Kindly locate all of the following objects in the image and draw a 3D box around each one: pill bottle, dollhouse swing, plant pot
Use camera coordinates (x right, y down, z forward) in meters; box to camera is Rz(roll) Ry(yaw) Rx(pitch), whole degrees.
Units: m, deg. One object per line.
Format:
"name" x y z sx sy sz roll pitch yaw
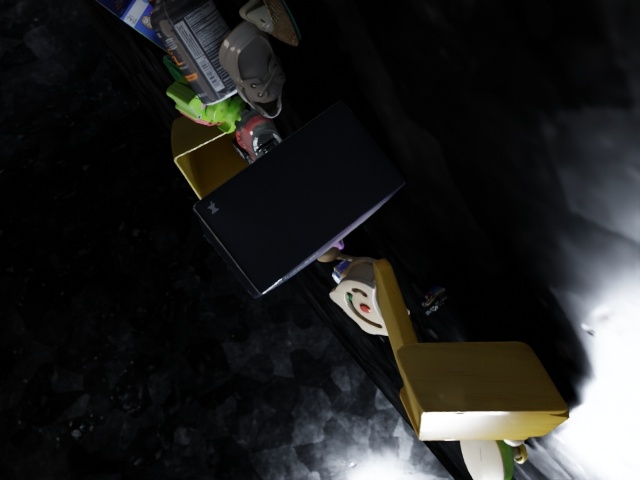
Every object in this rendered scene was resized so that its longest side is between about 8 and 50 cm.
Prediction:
"pill bottle" -0.244 -0.403 1.143 0.246 0.130 0.130 58 168 -28
"dollhouse swing" 0.268 0.208 1.123 0.347 0.315 0.305 72 -163 -62
"plant pot" -0.336 -0.289 1.764 0.187 0.212 0.212 59 175 33

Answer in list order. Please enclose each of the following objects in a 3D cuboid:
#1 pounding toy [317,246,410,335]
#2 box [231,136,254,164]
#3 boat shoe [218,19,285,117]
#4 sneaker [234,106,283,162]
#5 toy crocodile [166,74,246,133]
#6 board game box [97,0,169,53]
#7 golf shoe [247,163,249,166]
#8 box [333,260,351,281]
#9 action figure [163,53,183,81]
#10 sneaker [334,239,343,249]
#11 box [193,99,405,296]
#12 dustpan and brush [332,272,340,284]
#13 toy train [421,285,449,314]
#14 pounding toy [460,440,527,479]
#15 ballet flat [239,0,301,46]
"pounding toy" 0.125 0.097 1.422 0.269 0.155 0.154 46 144 -20
"box" -0.196 -0.258 1.614 0.083 0.062 0.052 45 169 28
"boat shoe" -0.103 -0.293 1.028 0.096 0.098 0.277 50 179 6
"sneaker" -0.115 -0.201 1.365 0.135 0.097 0.276 47 171 26
"toy crocodile" -0.265 -0.317 1.374 0.115 0.105 0.340 31 -167 3
"board game box" -0.397 -0.514 1.344 0.233 0.078 0.347 29 -171 -46
"golf shoe" -0.185 -0.179 1.887 0.176 0.069 0.086 57 -171 -12
"box" 0.110 0.126 1.605 0.169 0.059 0.054 48 167 16
"action figure" -0.393 -0.485 1.692 0.232 0.063 0.137 42 168 28
"sneaker" 0.000 0.000 1.584 0.104 0.095 0.236 46 170 -11
"box" -0.047 -0.051 1.022 0.183 0.296 0.294 52 170 1
"dustpan and brush" 0.089 0.144 1.750 0.147 0.060 0.211 42 166 42
"toy train" 0.228 0.118 1.169 0.036 0.027 0.158 60 171 14
"pounding toy" 0.429 0.475 1.376 0.183 0.110 0.237 -124 32 -55
"ballet flat" -0.099 -0.361 0.836 0.073 0.067 0.206 35 161 54
